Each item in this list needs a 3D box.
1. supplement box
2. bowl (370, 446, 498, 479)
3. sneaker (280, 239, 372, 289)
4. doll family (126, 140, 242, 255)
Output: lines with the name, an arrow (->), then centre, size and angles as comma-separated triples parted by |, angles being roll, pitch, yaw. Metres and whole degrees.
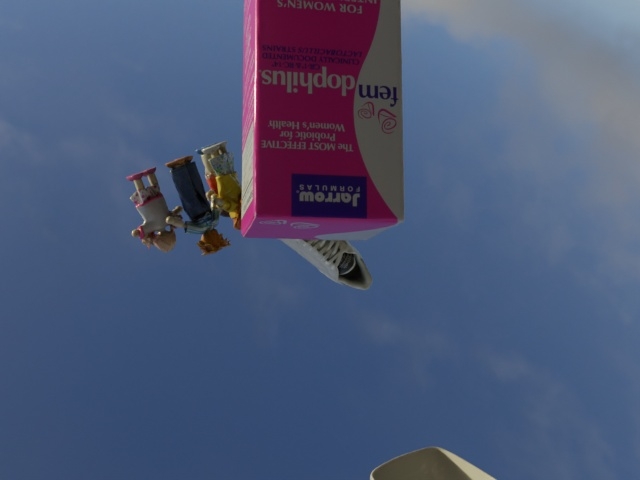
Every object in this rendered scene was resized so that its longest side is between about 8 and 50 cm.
supplement box -> -0.003, -0.114, 0.504 | 0.111, 0.114, 0.219 | 1, -96, -11
bowl -> 0.139, 0.304, 0.731 | 0.142, 0.053, 0.142 | -1, -165, -43
sneaker -> 0.000, 0.000, 1.025 | 0.235, 0.090, 0.095 | 38, -177, -39
doll family -> -0.189, -0.066, 1.064 | 0.263, 0.119, 0.163 | -36, -68, -51
